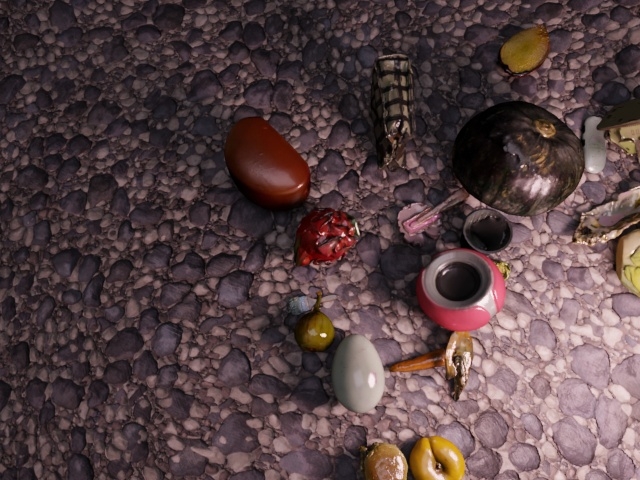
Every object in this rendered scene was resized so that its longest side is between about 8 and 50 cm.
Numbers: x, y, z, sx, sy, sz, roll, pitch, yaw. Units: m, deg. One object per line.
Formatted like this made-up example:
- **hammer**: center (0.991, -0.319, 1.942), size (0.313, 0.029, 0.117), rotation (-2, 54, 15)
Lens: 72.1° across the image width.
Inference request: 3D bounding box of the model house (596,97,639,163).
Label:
- **model house**: center (1.232, -0.385, 1.686), size (0.218, 0.205, 0.278), rotation (-42, 111, -24)

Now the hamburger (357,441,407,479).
- **hamburger**: center (0.202, 0.745, 1.459), size (0.185, 0.131, 0.159), rotation (32, 76, 15)

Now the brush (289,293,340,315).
- **brush**: center (-0.021, 0.232, 1.665), size (0.197, 0.021, 0.070), rotation (-14, 77, -1)

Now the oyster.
- **oyster**: center (1.084, -0.073, 1.612), size (0.355, 0.201, 0.107), rotation (-25, 119, 8)

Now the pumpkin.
- **pumpkin**: center (0.699, -0.291, 1.584), size (0.455, 0.344, 0.454), rotation (8, 52, -11)

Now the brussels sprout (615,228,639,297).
- **brussels sprout**: center (1.210, 0.093, 1.516), size (0.345, 0.268, 0.343), rotation (-5, 53, 7)

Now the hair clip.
- **hair clip**: center (0.439, -0.102, 1.699), size (0.301, 0.069, 0.172), rotation (-32, 74, 5)

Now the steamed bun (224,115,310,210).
- **steamed bun**: center (-0.219, -0.275, 1.699), size (0.248, 0.235, 0.379), rotation (-40, 77, -10)

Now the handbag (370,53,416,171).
- **handbag**: center (0.275, -0.472, 1.676), size (0.163, 0.325, 0.326), rotation (-1, 75, 5)

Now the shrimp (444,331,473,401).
- **shrimp**: center (0.478, 0.430, 1.529), size (0.059, 0.145, 0.254), rotation (2, 70, 50)

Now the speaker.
- **speaker**: center (0.476, 0.175, 1.521), size (0.295, 0.294, 0.293), rotation (-1, 75, 3)

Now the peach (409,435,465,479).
- **peach**: center (0.386, 0.741, 1.463), size (0.180, 0.103, 0.179), rotation (-1, 72, 4)

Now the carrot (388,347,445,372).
- **carrot**: center (0.346, 0.439, 1.573), size (0.210, 0.061, 0.061), rotation (-15, 75, 4)

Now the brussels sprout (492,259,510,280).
- **brussels sprout**: center (0.666, 0.107, 1.640), size (0.085, 0.058, 0.085), rotation (6, 105, 21)

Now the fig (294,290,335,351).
- **fig**: center (-0.027, 0.311, 1.595), size (0.142, 0.147, 0.186), rotation (-21, 39, 11)

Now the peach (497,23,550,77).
- **peach**: center (0.863, -0.791, 1.859), size (0.189, 0.068, 0.279), rotation (37, 82, 20)

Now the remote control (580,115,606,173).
- **remote control**: center (1.089, -0.386, 1.748), size (0.098, 0.045, 0.255), rotation (8, 73, 2)

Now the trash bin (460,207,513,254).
- **trash bin**: center (0.590, -0.012, 1.619), size (0.176, 0.161, 0.175), rotation (0, 72, 1)

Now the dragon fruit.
- **dragon fruit**: center (0.000, 0.000, 1.619), size (0.293, 0.233, 0.233), rotation (-40, 76, -11)

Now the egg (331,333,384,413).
- **egg**: center (0.127, 0.454, 1.514), size (0.183, 0.183, 0.263), rotation (-5, 67, 2)
